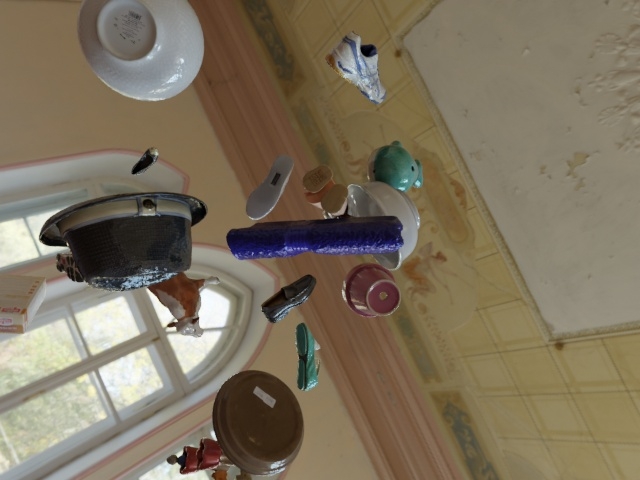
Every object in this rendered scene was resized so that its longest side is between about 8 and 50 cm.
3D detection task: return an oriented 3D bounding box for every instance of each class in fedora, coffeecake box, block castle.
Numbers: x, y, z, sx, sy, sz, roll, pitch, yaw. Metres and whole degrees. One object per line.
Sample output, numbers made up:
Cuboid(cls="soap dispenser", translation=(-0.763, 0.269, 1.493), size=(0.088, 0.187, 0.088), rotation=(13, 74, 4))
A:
Cuboid(cls="fedora", translation=(-0.386, 0.017, 0.917), size=(0.334, 0.334, 0.152), rotation=(-29, -106, 51))
Cuboid(cls="coffeecake box", translation=(-0.859, 0.170, 1.198), size=(0.185, 0.143, 0.068), rotation=(-115, -144, -60))
Cuboid(cls="block castle", translation=(-0.347, 0.817, 1.235), size=(0.303, 0.213, 0.452), rotation=(-45, -144, 49))

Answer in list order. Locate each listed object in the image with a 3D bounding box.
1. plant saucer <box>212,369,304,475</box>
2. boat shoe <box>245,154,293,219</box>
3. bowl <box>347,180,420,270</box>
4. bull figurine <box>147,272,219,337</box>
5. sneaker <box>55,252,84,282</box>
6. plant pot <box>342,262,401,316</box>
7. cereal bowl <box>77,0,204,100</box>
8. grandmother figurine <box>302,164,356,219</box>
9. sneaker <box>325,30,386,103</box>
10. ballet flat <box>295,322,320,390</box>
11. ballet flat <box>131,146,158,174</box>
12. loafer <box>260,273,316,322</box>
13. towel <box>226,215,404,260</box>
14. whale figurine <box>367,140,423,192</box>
Cuboid(cls="plant saucer", translation=(-0.153, 0.472, 1.169), size=(0.041, 0.278, 0.277), rotation=(-46, -109, 34))
Cuboid(cls="boat shoe", translation=(-0.169, -0.176, 1.527), size=(0.095, 0.258, 0.084), rotation=(34, -12, 4))
Cuboid(cls="bowl", translation=(0.209, -0.066, 1.342), size=(0.297, 0.134, 0.297), rotation=(58, -14, 23))
Cuboid(cls="bull figurine", translation=(-0.388, 0.112, 1.164), size=(0.101, 0.188, 0.310), rotation=(-43, -90, 23))
Cuboid(cls="sneaker", translation=(-0.641, 0.061, 1.167), size=(0.170, 0.071, 0.068), rotation=(18, -71, 39))
Cuboid(cls="plant pot", translation=(0.195, 0.189, 1.580), size=(0.180, 0.202, 0.201), rotation=(-160, -127, -77))
Cuboid(cls="cereal bowl", translation=(-0.503, -0.560, 1.201), size=(0.141, 0.340, 0.338), rotation=(-93, 173, -76))
Cuboid(cls="grandmother figurine", translation=(0.028, -0.105, 1.186), size=(0.207, 0.104, 0.342), rotation=(59, 3, 12))
Cuboid(cls="sneaker", translation=(0.149, -0.538, 1.382), size=(0.131, 0.297, 0.111), rotation=(-47, -121, 20))
Cuboid(cls="ballet flat", translation=(-0.043, 0.417, 1.595), size=(0.083, 0.087, 0.246), rotation=(-4, -93, 55))
Cuboid(cls="ballet flat", translation=(-0.739, -0.331, 1.855), size=(0.057, 0.049, 0.173), rotation=(43, -59, -15))
Cuboid(cls="loafer", translation=(-0.083, 0.146, 1.167), size=(0.062, 0.170, 0.061), rotation=(34, -19, 45))
Cuboid(cls="towel", translation=(0.000, 0.000, 0.841), size=(0.309, 0.227, 0.076), rotation=(-3, -84, 9))
Cuboid(cls="whale figurine", translation=(0.278, -0.229, 1.462), size=(0.141, 0.272, 0.216), rotation=(-3, -89, 46))
